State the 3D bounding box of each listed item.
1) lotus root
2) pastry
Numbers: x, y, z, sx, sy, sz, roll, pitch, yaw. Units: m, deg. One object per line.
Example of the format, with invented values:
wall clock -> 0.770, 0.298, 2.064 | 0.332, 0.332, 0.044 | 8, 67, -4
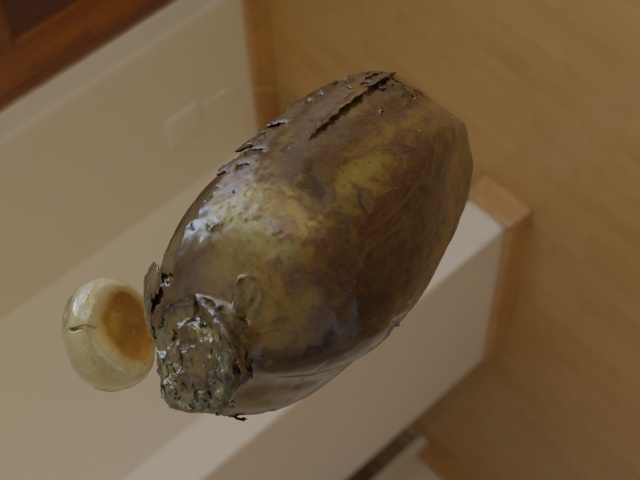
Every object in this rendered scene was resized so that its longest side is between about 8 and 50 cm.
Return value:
lotus root -> 0.000, 0.000, 0.853 | 0.179, 0.397, 0.196 | 33, 128, 9
pastry -> -0.293, 0.129, 1.514 | 0.156, 0.092, 0.156 | 50, -152, -39
